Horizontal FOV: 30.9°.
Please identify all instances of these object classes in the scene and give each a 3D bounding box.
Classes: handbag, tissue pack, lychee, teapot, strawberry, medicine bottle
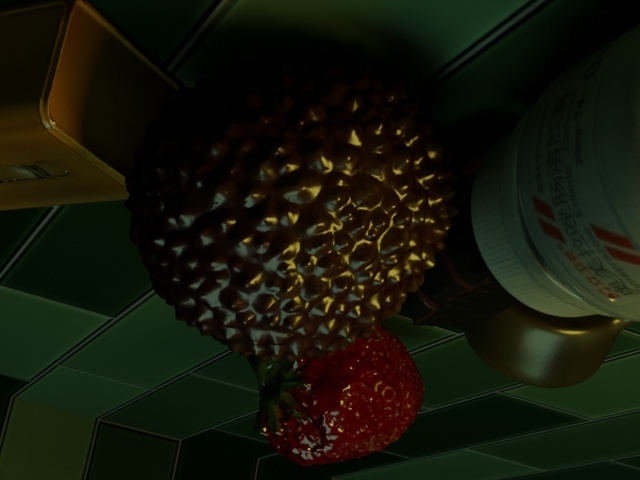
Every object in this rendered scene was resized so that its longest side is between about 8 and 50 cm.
[{"bbox_3d":[0.170,-0.013,1.249,0.155,0.169,0.215,4,160,-25],"label":"handbag"},{"bbox_3d":[-0.312,-0.127,1.206,0.274,0.145,0.194,-3,157,31],"label":"tissue pack"},{"bbox_3d":[-0.030,-0.033,1.117,0.330,0.306,0.306,-32,141,21],"label":"lychee"},{"bbox_3d":[0.263,0.047,1.378,0.268,0.185,0.175,27,129,19],"label":"teapot"},{"bbox_3d":[0.037,0.218,1.799,0.277,0.257,0.257,5,163,-33],"label":"strawberry"},{"bbox_3d":[0.286,-0.050,1.006,0.245,0.245,0.306,16,164,-15],"label":"medicine bottle"}]
